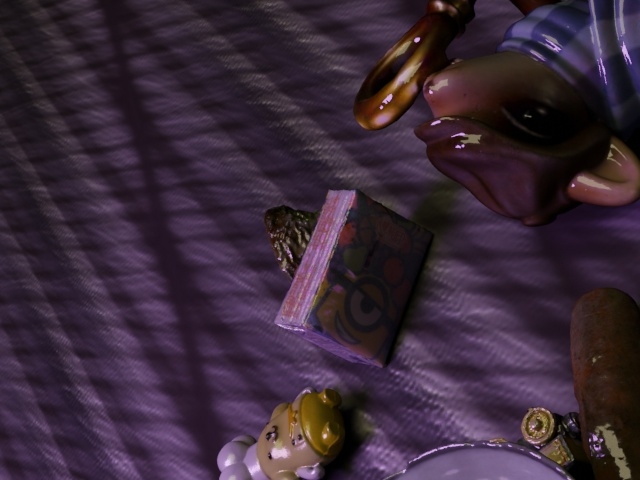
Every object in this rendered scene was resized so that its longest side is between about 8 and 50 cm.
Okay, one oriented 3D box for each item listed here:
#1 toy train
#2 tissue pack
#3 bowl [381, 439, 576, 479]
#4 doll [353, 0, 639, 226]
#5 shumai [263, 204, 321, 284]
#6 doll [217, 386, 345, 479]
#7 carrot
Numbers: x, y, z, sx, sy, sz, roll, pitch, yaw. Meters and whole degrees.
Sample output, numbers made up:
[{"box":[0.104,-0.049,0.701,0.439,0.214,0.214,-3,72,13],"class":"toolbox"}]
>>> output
[{"box":[0.145,0.218,1.117,0.202,0.060,0.081,-44,47,21],"class":"toy train"},{"box":[0.035,0.037,1.326,0.060,0.108,0.148,6,70,53],"class":"tissue pack"},{"box":[0.138,0.314,0.985,0.313,0.146,0.313,-30,47,38],"class":"bowl"},{"box":[0.207,-0.186,1.186,0.318,0.209,0.340,24,88,57],"class":"doll"},{"box":[-0.001,-0.001,1.417,0.087,0.099,0.124,-30,46,11],"class":"shumai"},{"box":[-0.039,0.208,1.338,0.162,0.062,0.106,-38,37,29],"class":"doll"},{"box":[0.238,0.187,1.023,0.070,0.070,0.342,-32,47,33],"class":"carrot"}]
